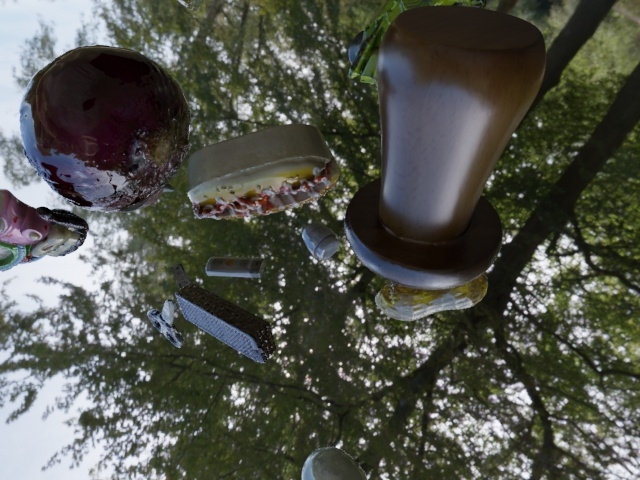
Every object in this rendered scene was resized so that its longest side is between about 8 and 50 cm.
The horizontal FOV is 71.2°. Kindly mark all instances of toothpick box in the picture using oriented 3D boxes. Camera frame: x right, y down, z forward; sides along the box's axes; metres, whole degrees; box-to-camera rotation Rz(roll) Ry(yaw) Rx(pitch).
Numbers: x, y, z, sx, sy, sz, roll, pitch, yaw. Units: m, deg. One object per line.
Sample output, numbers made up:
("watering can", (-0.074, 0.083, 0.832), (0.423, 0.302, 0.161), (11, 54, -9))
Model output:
("toothpick box", (0.127, -0.084, 0.496), (0.191, 0.295, 0.192), (1, -139, -1))

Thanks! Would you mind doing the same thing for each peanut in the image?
("peanut", (0.202, 0.097, 0.826), (0.087, 0.206, 0.087), (47, -146, -47))

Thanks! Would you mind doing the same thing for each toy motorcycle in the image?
("toy motorcycle", (0.205, -0.457, 0.924), (0.142, 0.342, 0.206), (-13, -121, -51))

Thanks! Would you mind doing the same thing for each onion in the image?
("onion", (-0.430, -0.242, 0.879), (0.281, 0.260, 0.337), (27, -107, 20))

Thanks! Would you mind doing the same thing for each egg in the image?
("egg", (0.043, 0.621, 1.139), (0.151, 0.151, 0.209), (-12, -157, -42))

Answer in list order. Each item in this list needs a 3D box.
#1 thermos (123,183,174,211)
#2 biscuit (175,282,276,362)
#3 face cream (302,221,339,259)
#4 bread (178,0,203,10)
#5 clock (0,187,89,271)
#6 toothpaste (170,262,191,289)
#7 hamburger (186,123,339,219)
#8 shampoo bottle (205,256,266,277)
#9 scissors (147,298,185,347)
("thermos", (-0.524, -0.169, 1.268), (0.176, 0.146, 0.265), (22, -173, -8))
("biscuit", (-0.284, 0.236, 1.321), (0.388, 0.108, 0.073), (18, -138, 38))
("face cream", (0.000, 0.000, 1.292), (0.091, 0.091, 0.095), (-14, -130, -44))
("bread", (-0.308, -0.613, 0.799), (0.341, 0.300, 0.210), (33, -121, -28))
("clock", (-0.581, -0.010, 0.865), (0.195, 0.193, 0.100), (29, -144, -64))
("toothpaste", (-0.505, 0.165, 1.661), (0.047, 0.040, 0.196), (-24, -130, -18))
("hamburger", (-0.113, -0.121, 0.871), (0.294, 0.152, 0.227), (-16, -178, 11))
("shampoo bottle", (-0.332, 0.104, 1.760), (0.227, 0.056, 0.086), (2, -135, 14))
("scissors", (-0.314, 0.160, 0.918), (0.109, 0.300, 0.022), (44, -121, 2))
